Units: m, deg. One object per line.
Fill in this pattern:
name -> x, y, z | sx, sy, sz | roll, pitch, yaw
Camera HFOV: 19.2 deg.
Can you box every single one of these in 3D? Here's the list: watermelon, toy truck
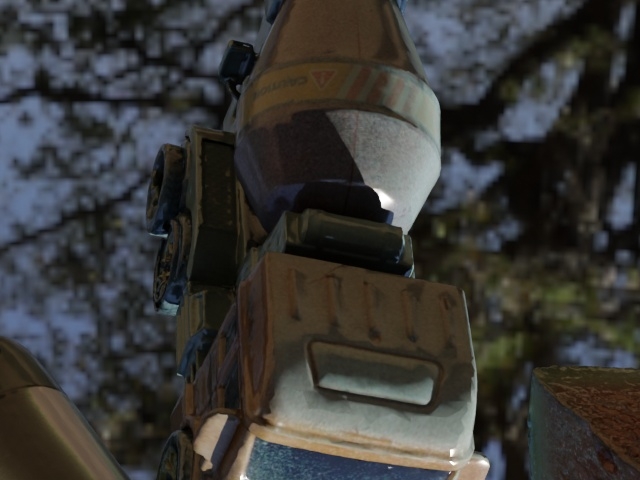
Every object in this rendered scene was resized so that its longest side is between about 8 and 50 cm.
watermelon -> 0.249, 0.172, 1.290 | 0.154, 0.094, 0.241 | -5, -157, -13
toy truck -> 0.000, 0.000, 0.728 | 0.108, 0.140, 0.256 | 11, -137, -15

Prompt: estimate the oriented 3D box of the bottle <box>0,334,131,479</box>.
bottle -> -0.116, 0.128, 0.854 | 0.079, 0.096, 0.253 | -22, -132, -26
